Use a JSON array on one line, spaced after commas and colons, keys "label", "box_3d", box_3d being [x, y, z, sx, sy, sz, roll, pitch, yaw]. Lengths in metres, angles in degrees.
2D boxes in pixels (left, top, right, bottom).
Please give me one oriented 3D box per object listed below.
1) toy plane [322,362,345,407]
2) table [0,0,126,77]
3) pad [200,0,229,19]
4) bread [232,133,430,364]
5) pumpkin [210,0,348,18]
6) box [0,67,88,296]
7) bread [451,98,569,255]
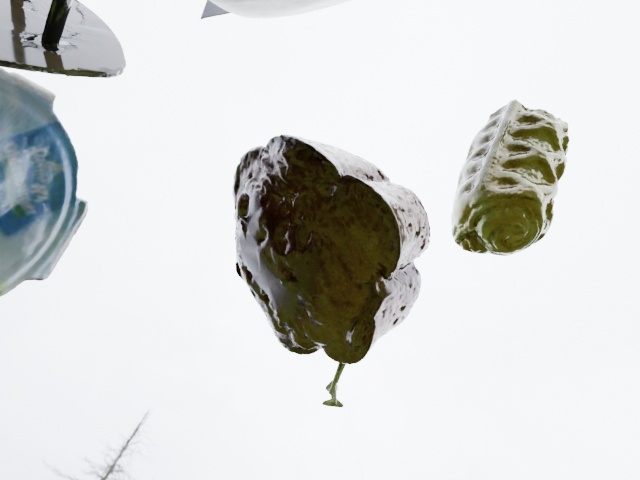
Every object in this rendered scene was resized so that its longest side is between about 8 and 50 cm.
[{"label": "toy plane", "box_3d": [0.067, 0.249, 1.089, 0.092, 0.108, 0.286, 19, -85, -36]}, {"label": "table", "box_3d": [-0.384, -0.369, 0.505, 0.317, 0.317, 0.249, 25, -54, 0]}, {"label": "pad", "box_3d": [-0.102, -0.493, 0.887, 0.246, 0.170, 0.006, -6, -37, 11]}, {"label": "bread", "box_3d": [-0.007, 0.007, 0.492, 0.247, 0.135, 0.232, 34, -59, 37]}, {"label": "pumpkin", "box_3d": [-0.032, -0.330, 0.341, 0.199, 0.332, 0.332, -12, -65, 29]}, {"label": "box", "box_3d": [-0.405, -0.054, 0.406, 0.206, 0.291, 0.262, 30, -41, 21]}, {"label": "bread", "box_3d": [0.283, -0.088, 0.698, 0.130, 0.267, 0.152, 44, -36, -19]}]
